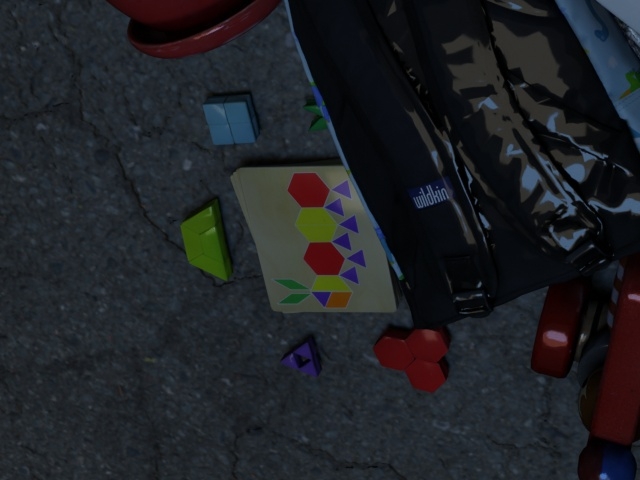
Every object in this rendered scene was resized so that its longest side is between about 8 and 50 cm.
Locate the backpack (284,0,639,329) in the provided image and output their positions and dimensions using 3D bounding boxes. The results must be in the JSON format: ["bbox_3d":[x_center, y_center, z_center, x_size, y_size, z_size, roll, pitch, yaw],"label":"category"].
[{"bbox_3d":[0.122,-0.152,1.442,0.290,0.273,0.355,-28,107,38],"label":"backpack"}]

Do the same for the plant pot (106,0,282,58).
[{"bbox_3d":[-0.118,-0.266,1.518,0.191,0.191,0.174,-15,125,28],"label":"plant pot"}]

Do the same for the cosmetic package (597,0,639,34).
[{"bbox_3d":[0.359,-0.213,1.346,0.453,0.230,0.161,37,128,-5],"label":"cosmetic package"}]

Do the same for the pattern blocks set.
[{"bbox_3d":[0.000,0.000,1.748,0.285,0.026,0.324,7,124,16],"label":"pattern blocks set"}]

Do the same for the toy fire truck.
[{"bbox_3d":[0.271,0.090,1.564,0.169,0.254,0.302,15,126,11],"label":"toy fire truck"}]
